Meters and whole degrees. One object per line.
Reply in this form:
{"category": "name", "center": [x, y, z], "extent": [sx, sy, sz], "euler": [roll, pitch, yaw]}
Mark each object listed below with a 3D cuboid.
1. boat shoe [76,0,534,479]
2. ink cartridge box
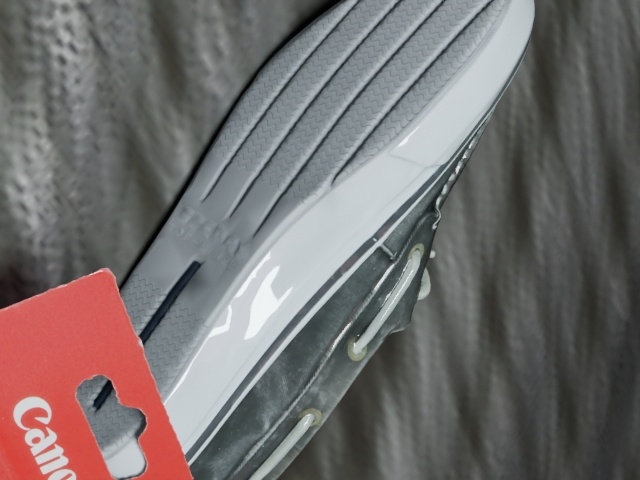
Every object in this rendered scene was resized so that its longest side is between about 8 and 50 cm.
{"category": "boat shoe", "center": [0.000, 0.000, 0.727], "extent": [0.335, 0.121, 0.119], "euler": [-50, 133, -1]}
{"category": "ink cartridge box", "center": [-0.165, 0.130, 0.605], "extent": [0.225, 0.056, 0.181], "euler": [-21, 130, -7]}
